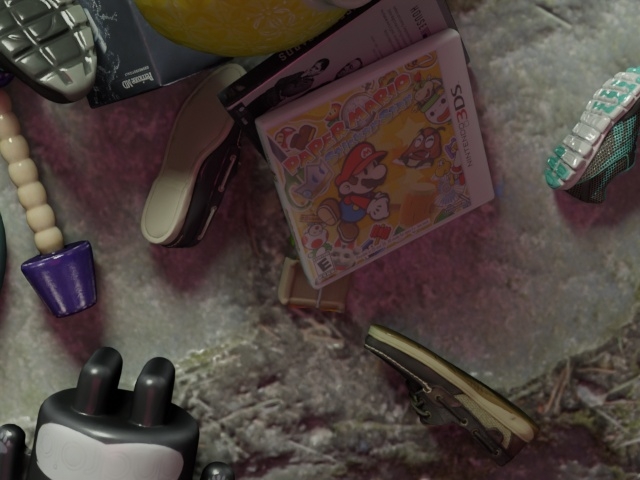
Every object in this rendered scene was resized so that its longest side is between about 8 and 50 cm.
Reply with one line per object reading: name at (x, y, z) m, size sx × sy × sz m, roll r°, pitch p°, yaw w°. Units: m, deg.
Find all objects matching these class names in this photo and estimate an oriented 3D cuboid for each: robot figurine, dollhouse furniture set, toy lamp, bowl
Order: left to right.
toy lamp at (-0.299, -0.054, 1.375) m, size 0.080 × 0.080 × 0.274 m, roll -17°, pitch 100°, yaw -1°
robot figurine at (-0.221, 0.256, 1.388) m, size 0.209 × 0.174 × 0.278 m, roll 17°, pitch 101°, yaw 37°
bowl at (-0.019, -0.280, 1.154) m, size 0.156 × 0.289 × 0.289 m, roll 29°, pitch 99°, yaw 32°
dollhouse furniture set at (0.000, 0.000, 1.432) m, size 0.076 × 0.058 × 0.151 m, roll 6°, pitch 119°, yaw -12°

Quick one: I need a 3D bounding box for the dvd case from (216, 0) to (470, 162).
dvd case at (0.029, -0.165, 1.340) m, size 0.239 × 0.179 × 0.029 m, roll -35°, pitch 60°, yaw 1°

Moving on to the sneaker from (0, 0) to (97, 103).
sneaker at (-0.312, -0.219, 1.296) m, size 0.101 × 0.106 × 0.267 m, roll -32°, pitch 69°, yaw -34°

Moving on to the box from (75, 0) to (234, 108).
box at (-0.185, -0.225, 1.301) m, size 0.093 × 0.156 × 0.158 m, roll -28°, pitch 103°, yaw -33°

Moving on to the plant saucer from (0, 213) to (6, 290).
plant saucer at (-0.459, 0.039, 1.317) m, size 0.318 × 0.044 × 0.317 m, roll -15°, pitch 120°, yaw -28°

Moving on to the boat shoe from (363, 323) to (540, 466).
boat shoe at (0.134, 0.172, 1.442) m, size 0.224 × 0.080 × 0.073 m, roll 33°, pitch 91°, yaw -13°

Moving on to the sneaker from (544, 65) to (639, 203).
sneaker at (0.315, -0.111, 1.424) m, size 0.076 × 0.065 × 0.166 m, roll 34°, pitch 99°, yaw -25°

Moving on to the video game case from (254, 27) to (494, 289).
video game case at (0.062, -0.081, 1.355) m, size 0.227 × 0.026 × 0.206 m, roll -27°, pitch 125°, yaw -13°

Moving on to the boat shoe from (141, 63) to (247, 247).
boat shoe at (-0.120, -0.086, 1.401) m, size 0.065 × 0.075 × 0.206 m, roll 23°, pitch 93°, yaw -51°
